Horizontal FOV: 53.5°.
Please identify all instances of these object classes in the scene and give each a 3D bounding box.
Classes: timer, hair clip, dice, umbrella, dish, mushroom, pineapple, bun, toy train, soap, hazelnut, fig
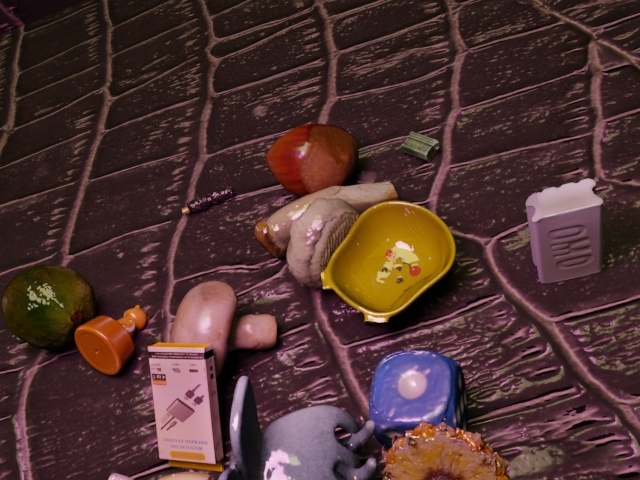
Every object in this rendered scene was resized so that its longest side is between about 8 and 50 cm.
[{"bbox_3d":[-0.446,0.204,1.421,0.132,0.132,0.152,9,34,29],"label":"timer"},{"bbox_3d":[-0.042,0.407,0.969,0.238,0.392,0.318,6,50,-4],"label":"hair clip"},{"bbox_3d":[0.165,0.276,1.063,0.146,0.146,0.143,-3,50,22],"label":"dice"},{"bbox_3d":[-0.290,-0.103,1.638,0.144,0.037,0.040,-23,61,0],"label":"umbrella"},{"bbox_3d":[0.143,0.058,1.268,0.221,0.108,0.262,35,73,32],"label":"dish"},{"bbox_3d":[-0.210,0.186,1.294,0.206,0.209,0.206,-16,67,43],"label":"mushroom"},{"bbox_3d":[0.190,0.371,0.956,0.221,0.221,0.047,-3,13,21],"label":"pineapple"},{"bbox_3d":[0.000,0.000,1.321,0.118,0.195,0.195,28,68,34],"label":"bun"},{"bbox_3d":[0.239,-0.222,1.509,0.093,0.038,0.056,29,75,37],"label":"toy train"},{"bbox_3d":[0.441,-0.011,1.141,0.119,0.198,0.066,-15,48,12],"label":"soap"},{"bbox_3d":[-0.016,-0.179,1.501,0.210,0.210,0.186,-35,71,-7],"label":"hazelnut"},{"bbox_3d":[0.010,-0.063,1.430,0.333,0.107,0.087,-24,38,4],"label":"mushroom"},{"bbox_3d":[-0.600,0.167,1.429,0.203,0.203,0.235,-43,33,-14],"label":"fig"}]

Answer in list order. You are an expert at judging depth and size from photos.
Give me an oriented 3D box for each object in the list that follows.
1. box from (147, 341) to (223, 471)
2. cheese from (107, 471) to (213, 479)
[{"bbox_3d":[-0.249,0.312,1.181,0.129,0.033,0.247,-4,95,21],"label":"box"},{"bbox_3d":[-0.295,0.472,1.165,0.255,0.050,0.127,6,56,27],"label":"cheese"}]
